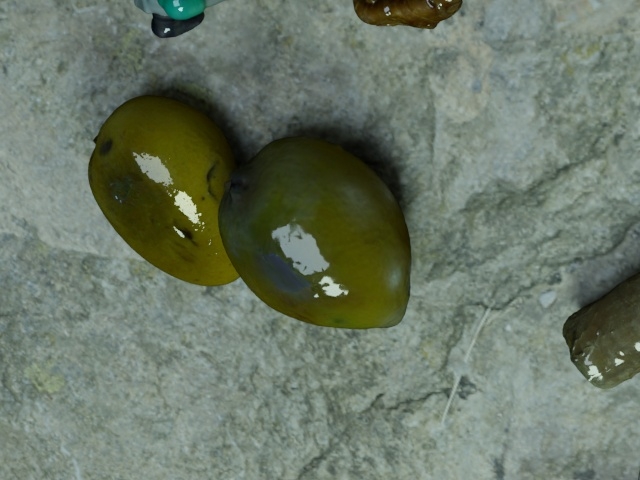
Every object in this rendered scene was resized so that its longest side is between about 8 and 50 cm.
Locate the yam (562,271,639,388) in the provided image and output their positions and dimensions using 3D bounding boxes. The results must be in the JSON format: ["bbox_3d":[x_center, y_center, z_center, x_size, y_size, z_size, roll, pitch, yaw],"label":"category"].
[{"bbox_3d":[0.336,0.012,1.456,0.081,0.081,0.356,47,128,-6],"label":"yam"}]

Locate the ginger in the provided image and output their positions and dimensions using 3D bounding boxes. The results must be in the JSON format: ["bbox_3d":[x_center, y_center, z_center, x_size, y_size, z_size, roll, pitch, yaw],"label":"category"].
[{"bbox_3d":[0.080,-0.216,1.450,0.162,0.073,0.103,-24,106,34],"label":"ginger"}]

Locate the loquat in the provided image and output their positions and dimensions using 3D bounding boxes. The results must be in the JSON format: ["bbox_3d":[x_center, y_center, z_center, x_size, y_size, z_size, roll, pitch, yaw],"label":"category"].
[{"bbox_3d":[0.000,0.000,1.578,0.195,0.152,0.152,40,128,-12],"label":"loquat"}]

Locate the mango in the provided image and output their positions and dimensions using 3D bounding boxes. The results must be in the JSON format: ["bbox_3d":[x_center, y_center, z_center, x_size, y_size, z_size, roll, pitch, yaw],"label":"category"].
[{"bbox_3d":[-0.128,-0.039,1.645,0.137,0.098,0.195,-22,112,30],"label":"mango"}]

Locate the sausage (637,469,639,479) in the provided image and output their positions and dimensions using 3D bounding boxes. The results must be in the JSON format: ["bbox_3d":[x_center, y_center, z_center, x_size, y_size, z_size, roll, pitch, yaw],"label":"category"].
[{"bbox_3d":[0.296,0.199,1.616,0.029,0.029,0.223,16,124,17],"label":"sausage"}]

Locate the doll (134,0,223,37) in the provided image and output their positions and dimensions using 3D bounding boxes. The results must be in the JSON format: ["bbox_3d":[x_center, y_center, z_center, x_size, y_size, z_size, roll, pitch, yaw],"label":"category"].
[{"bbox_3d":[-0.110,-0.278,1.467,0.195,0.153,0.258,63,164,-6],"label":"doll"}]
